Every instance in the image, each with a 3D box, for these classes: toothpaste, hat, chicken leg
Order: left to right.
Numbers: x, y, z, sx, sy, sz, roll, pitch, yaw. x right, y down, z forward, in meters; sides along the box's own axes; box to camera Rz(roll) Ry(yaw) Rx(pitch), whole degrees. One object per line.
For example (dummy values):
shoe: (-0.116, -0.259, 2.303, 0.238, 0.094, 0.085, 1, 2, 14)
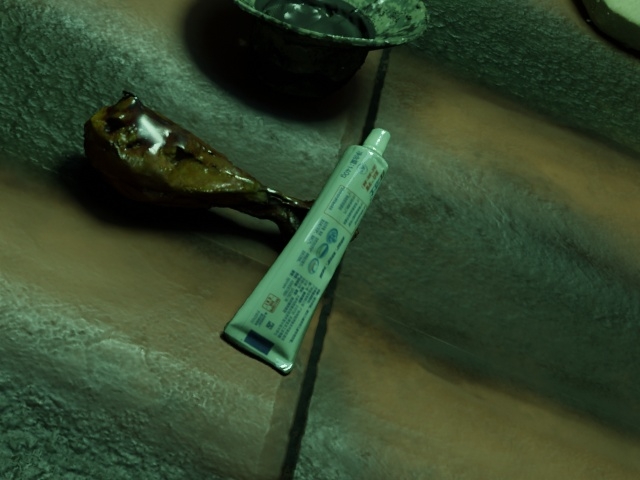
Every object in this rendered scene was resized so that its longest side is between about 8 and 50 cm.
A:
chicken leg: (-0.099, -0.055, 1.459, 0.304, 0.113, 0.093, 22, 70, -17)
hat: (-0.013, -0.240, 1.678, 0.265, 0.128, 0.265, 13, 32, -8)
toothpaste: (0.001, 0.001, 1.426, 0.069, 0.047, 0.268, 42, 69, -34)

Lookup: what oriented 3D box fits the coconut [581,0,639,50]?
coconut: (0.504, -0.410, 2.072, 0.245, 0.247, 0.245, 18, 43, -18)
